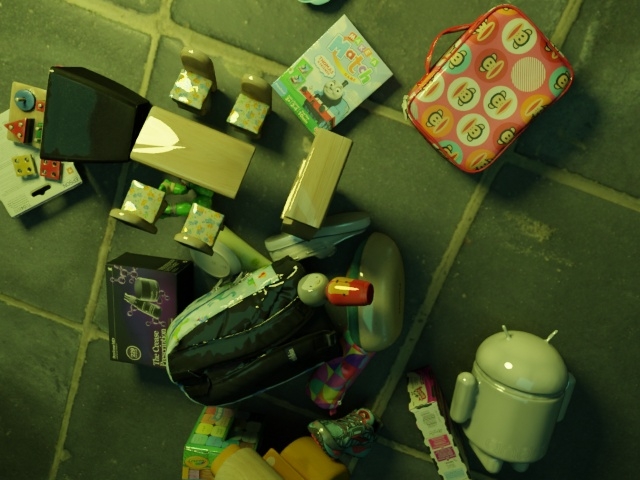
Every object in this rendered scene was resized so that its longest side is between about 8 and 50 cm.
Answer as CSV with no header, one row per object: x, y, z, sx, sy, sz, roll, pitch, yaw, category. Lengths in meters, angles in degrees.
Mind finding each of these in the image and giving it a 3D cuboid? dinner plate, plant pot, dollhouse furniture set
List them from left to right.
-0.478,-0.261,1.061,0.167,0.188,0.187,13,107,-10,plant pot
-0.256,0.050,1.172,0.141,0.017,0.141,14,135,14,dinner plate
-0.167,-0.150,0.949,0.394,0.256,0.362,21,81,-4,dollhouse furniture set

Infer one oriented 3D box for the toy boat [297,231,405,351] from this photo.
0.080,0.107,1.042,0.148,0.318,0.267,1,84,26,toy boat

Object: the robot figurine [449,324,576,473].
0.446,0.360,1.127,0.300,0.200,0.353,1,107,-15,robot figurine

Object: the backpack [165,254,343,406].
-0.174,0.218,1.108,0.355,0.273,0.290,-35,119,-17,backpack

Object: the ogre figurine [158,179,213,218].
-0.295,-0.140,1.115,0.118,0.197,0.097,11,152,-7,ogre figurine

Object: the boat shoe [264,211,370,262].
0.000,0.000,1.134,0.258,0.095,0.084,-14,108,20,boat shoe

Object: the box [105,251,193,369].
-0.422,0.175,1.212,0.184,0.103,0.261,7,107,10,box

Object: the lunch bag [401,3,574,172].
0.318,-0.312,0.988,0.258,0.120,0.293,44,106,-7,lunch bag

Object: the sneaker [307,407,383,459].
0.069,0.458,1.205,0.125,0.262,0.104,-51,53,5,sneaker

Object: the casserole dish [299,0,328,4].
-0.020,-0.577,0.990,0.114,0.037,0.188,-15,105,10,casserole dish

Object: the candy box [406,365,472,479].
0.286,0.451,1.191,0.071,0.159,0.233,-23,102,13,candy box

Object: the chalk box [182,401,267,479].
-0.248,0.558,1.269,0.179,0.180,0.289,8,106,3,chalk box

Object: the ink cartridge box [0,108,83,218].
-0.701,-0.196,1.165,0.223,0.045,0.224,-23,102,10,ink cartridge box

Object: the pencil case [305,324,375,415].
0.058,0.311,1.207,0.104,0.104,0.236,29,107,-3,pencil case

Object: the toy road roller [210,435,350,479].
-0.071,0.555,1.115,0.202,0.240,0.329,26,149,39,toy road roller

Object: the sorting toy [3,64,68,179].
-0.643,-0.265,1.093,0.132,0.046,0.274,16,104,-1,sorting toy

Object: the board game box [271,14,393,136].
0.024,-0.346,1.051,0.211,0.039,0.160,-40,98,14,board game box

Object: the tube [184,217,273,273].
-0.217,0.016,1.172,0.240,0.070,0.062,43,65,-11,tube
